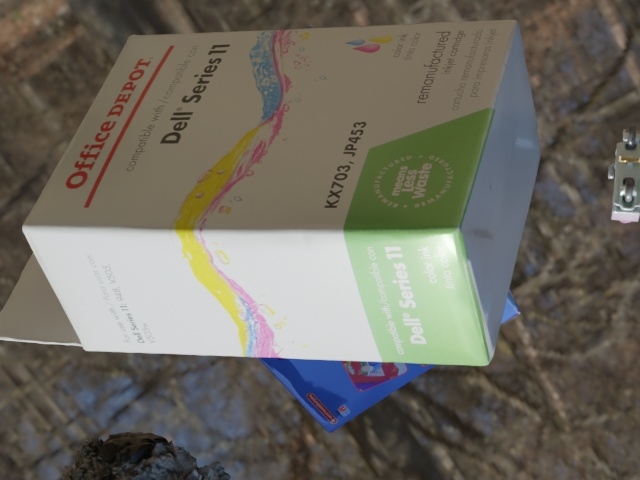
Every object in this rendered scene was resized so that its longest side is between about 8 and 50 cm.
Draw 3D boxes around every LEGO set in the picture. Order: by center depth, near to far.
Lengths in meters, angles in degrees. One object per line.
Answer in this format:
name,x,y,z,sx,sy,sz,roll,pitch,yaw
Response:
LEGO set,0.395,-0.052,1.311,0.287,0.107,0.132,12,-99,10

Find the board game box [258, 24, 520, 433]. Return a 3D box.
board game box,0.000,0.000,1.455,0.233,0.347,0.078,-33,-150,12

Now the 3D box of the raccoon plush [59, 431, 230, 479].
raccoon plush,-0.143,0.360,1.304,0.299,0.447,0.216,-55,170,-52

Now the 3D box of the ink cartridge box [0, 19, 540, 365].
ink cartridge box,-0.050,-0.035,0.997,0.354,0.119,0.207,0,-136,20
